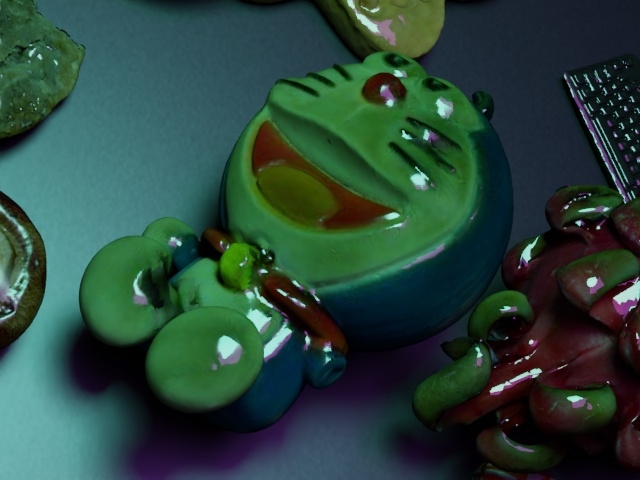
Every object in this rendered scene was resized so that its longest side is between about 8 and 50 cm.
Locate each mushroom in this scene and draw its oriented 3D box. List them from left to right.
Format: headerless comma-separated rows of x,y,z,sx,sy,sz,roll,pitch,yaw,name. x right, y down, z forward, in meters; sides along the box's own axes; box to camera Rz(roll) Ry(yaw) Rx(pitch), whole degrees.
-0.234,0.015,0.977,0.127,0.087,0.127,6,72,-20,mushroom

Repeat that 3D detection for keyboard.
0.281,-0.036,1.251,0.087,0.017,0.250,-17,77,-26,keyboard

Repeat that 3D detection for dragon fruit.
0.214,0.069,1.081,0.273,0.198,0.218,-42,115,-43,dragon fruit

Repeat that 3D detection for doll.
0.000,0.001,1.030,0.322,0.186,0.198,-38,55,-13,doll

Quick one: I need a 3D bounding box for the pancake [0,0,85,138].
-0.263,-0.184,1.027,0.253,0.037,0.254,13,71,-41,pancake

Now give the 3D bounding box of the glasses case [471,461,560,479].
0.187,0.222,1.092,0.194,0.049,0.073,28,63,-10,glasses case

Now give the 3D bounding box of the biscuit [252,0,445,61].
-0.002,-0.305,1.221,0.275,0.052,0.355,-39,89,-30,biscuit
